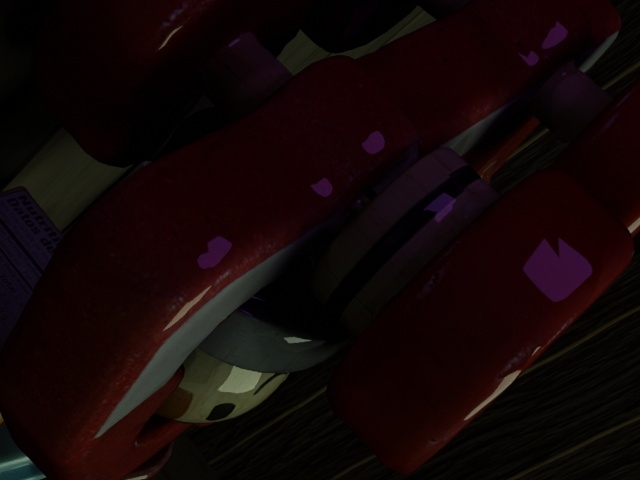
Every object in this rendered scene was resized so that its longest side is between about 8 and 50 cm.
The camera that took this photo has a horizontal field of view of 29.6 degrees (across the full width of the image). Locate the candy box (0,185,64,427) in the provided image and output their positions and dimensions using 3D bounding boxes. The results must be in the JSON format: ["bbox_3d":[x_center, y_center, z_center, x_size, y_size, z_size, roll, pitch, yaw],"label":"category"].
[{"bbox_3d":[-0.217,0.087,0.432,0.183,0.087,0.316,-38,180,19],"label":"candy box"}]

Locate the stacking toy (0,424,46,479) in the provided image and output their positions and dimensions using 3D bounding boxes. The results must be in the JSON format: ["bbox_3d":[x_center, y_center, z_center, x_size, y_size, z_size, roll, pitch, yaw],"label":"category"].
[{"bbox_3d":[-0.176,0.132,0.790,0.280,0.130,0.309,-13,166,-30],"label":"stacking toy"}]

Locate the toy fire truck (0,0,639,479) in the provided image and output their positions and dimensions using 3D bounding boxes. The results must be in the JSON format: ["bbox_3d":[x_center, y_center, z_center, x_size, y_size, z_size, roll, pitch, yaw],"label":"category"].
[{"bbox_3d":[0.000,0.000,0.461,0.302,0.169,0.254,-36,167,-46],"label":"toy fire truck"}]

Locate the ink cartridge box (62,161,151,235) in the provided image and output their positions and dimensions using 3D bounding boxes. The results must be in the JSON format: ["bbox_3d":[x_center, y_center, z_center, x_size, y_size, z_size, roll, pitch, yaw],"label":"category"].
[{"bbox_3d":[-0.082,-0.033,0.859,0.109,0.062,0.209,-37,180,34],"label":"ink cartridge box"}]
